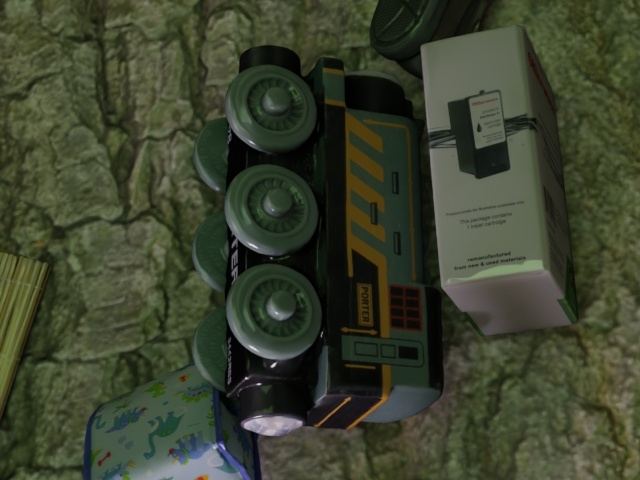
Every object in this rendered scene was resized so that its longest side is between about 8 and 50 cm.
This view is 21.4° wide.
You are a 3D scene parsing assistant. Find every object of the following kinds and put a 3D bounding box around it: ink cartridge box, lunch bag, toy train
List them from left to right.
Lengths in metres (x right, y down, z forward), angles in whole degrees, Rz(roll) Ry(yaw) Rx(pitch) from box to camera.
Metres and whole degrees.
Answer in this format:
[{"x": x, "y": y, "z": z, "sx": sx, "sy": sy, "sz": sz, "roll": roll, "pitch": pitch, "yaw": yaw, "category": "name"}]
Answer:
[{"x": -0.122, "y": 0.164, "z": 1.393, "sx": 0.128, "sy": 0.096, "sz": 0.151, "roll": -24, "pitch": 38, "yaw": 8, "category": "lunch bag"}, {"x": 0.000, "y": 0.000, "z": 1.374, "sx": 0.190, "sy": 0.142, "sz": 0.334, "roll": 7, "pitch": 65, "yaw": -19, "category": "toy train"}, {"x": 0.144, "y": -0.045, "z": 1.348, "sx": 0.086, "sy": 0.153, "sz": 0.208, "roll": -9, "pitch": 69, "yaw": 15, "category": "ink cartridge box"}]

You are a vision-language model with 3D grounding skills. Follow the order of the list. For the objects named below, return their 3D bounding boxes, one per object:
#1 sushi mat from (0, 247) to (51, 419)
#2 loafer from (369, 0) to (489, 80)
[{"x": -0.353, "y": 0.148, "z": 1.508, "sx": 0.151, "sy": 0.019, "sz": 0.317, "roll": 11, "pitch": 76, "yaw": 21, "category": "sushi mat"}, {"x": 0.129, "y": -0.259, "z": 1.476, "sx": 0.096, "sy": 0.084, "sz": 0.267, "roll": 9, "pitch": 68, "yaw": 52, "category": "loafer"}]
